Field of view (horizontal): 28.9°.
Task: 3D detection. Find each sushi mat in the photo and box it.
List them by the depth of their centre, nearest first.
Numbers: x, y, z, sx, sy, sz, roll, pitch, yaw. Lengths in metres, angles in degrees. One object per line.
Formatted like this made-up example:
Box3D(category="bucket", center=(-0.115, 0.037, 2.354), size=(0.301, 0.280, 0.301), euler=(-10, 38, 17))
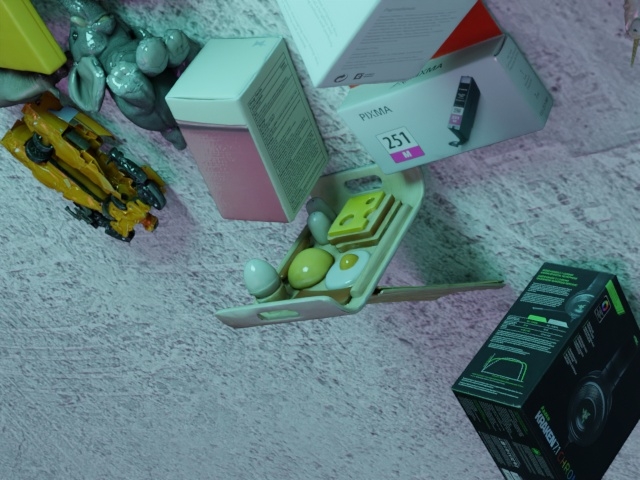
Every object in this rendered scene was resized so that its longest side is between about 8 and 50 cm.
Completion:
Box3D(category="sushi mat", center=(0.128, 0.079, 1.836), size=(0.151, 0.317, 0.019), euler=(-15, 81, 40))

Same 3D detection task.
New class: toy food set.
Box3D(category="toy food set", center=(0.000, 0.000, 1.767), size=(0.220, 0.306, 0.092), euler=(-11, 125, 42))

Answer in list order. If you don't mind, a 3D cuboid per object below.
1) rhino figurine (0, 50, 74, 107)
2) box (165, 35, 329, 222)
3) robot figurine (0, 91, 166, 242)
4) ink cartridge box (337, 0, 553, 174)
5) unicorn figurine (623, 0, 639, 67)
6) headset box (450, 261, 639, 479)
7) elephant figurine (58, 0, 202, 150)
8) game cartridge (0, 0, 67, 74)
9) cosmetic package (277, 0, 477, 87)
Box3D(category="rhino figurine", center=(-0.463, -0.253, 1.937), size=(0.243, 0.106, 0.073), euler=(-3, 133, 35))
Box3D(category="box", center=(-0.100, -0.158, 1.784), size=(0.127, 0.148, 0.232), euler=(4, 135, 30))
Box3D(category="robot figurine", center=(-0.380, -0.119, 2.056), size=(0.291, 0.085, 0.211), euler=(39, 142, -11))
Box3D(category="ink cartridge box", center=(0.132, -0.218, 1.647), size=(0.275, 0.060, 0.239), euler=(-15, 126, 42))
Box3D(category="unicorn figurine", center=(0.369, -0.298, 1.416), size=(0.111, 0.060, 0.162), euler=(-25, 101, 47))
Box3D(category="headset box", center=(0.358, 0.206, 1.816), size=(0.131, 0.283, 0.246), euler=(10, 140, 46))
Box3D(category="elephant figurine", center=(-0.299, -0.267, 1.811), size=(0.239, 0.186, 0.169), euler=(24, -175, 30))
Box3D(category="game cartridge", center=(-0.534, -0.378, 1.813), size=(0.324, 0.052, 0.285), euler=(14, 143, 44))
Box3D(category="cosmetic package", center=(0.093, -0.361, 1.356), size=(0.385, 0.156, 0.217), euler=(-45, 61, 51))
